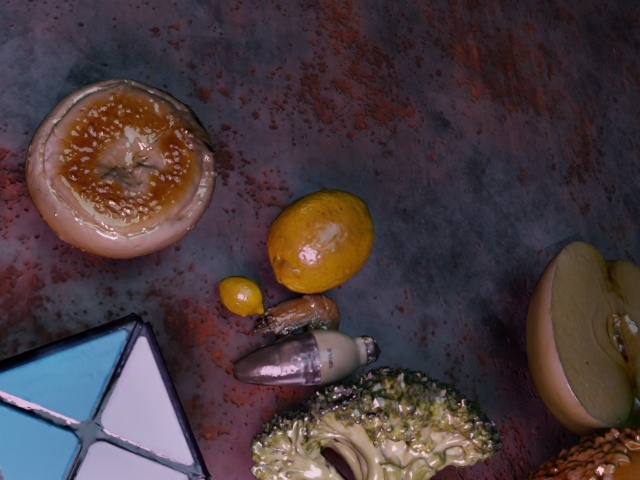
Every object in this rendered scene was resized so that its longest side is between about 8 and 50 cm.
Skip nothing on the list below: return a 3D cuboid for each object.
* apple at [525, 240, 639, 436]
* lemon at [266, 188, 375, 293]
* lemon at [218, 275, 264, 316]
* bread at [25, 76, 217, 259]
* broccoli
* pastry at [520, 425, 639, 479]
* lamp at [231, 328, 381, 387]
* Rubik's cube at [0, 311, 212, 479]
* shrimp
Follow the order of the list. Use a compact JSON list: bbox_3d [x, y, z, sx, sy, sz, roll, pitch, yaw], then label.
[{"bbox_3d":[0.552,0.195,1.492,0.312,0.320,0.360,-7,62,11],"label":"apple"},{"bbox_3d":[0.000,0.000,1.358,0.207,0.170,0.170,-28,84,-29],"label":"lemon"},{"bbox_3d":[-0.131,0.094,1.314,0.092,0.065,0.065,37,58,-8],"label":"lemon"},{"bbox_3d":[-0.314,-0.108,1.246,0.306,0.159,0.305,9,66,-20],"label":"bread"},{"bbox_3d":[0.133,0.390,1.236,0.353,0.275,0.397,-33,77,11],"label":"broccoli"},{"bbox_3d":[0.460,0.464,1.289,0.410,0.409,0.245,-19,62,-31],"label":"pastry"},{"bbox_3d":[-0.022,0.200,1.299,0.250,0.101,0.101,-7,73,-18],"label":"lamp"},{"bbox_3d":[-0.323,0.273,1.036,0.246,0.250,0.248,-20,78,-31],"label":"Rubik's cube"},{"bbox_3d":[-0.043,0.148,1.357,0.180,0.041,0.099,-9,90,-31],"label":"shrimp"}]
